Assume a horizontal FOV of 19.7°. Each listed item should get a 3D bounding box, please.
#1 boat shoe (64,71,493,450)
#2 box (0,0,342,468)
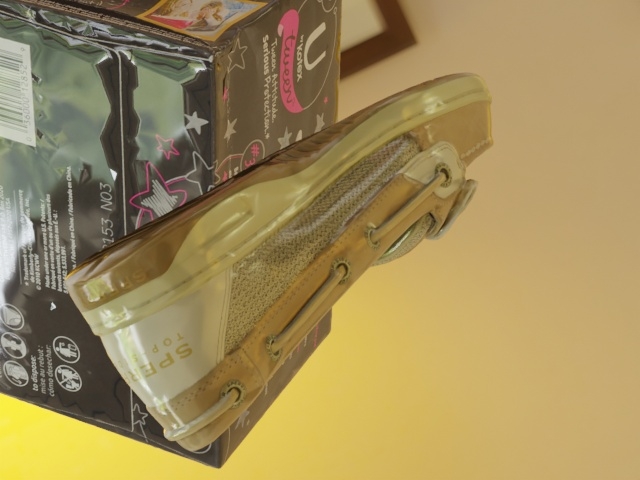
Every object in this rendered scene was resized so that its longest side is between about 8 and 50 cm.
[{"bbox_3d":[0.001,0.000,0.454,0.056,0.048,0.153,-25,-175,36],"label":"boat shoe"},{"bbox_3d":[-0.089,-0.035,0.968,0.163,0.247,0.142,16,-144,21],"label":"box"}]
